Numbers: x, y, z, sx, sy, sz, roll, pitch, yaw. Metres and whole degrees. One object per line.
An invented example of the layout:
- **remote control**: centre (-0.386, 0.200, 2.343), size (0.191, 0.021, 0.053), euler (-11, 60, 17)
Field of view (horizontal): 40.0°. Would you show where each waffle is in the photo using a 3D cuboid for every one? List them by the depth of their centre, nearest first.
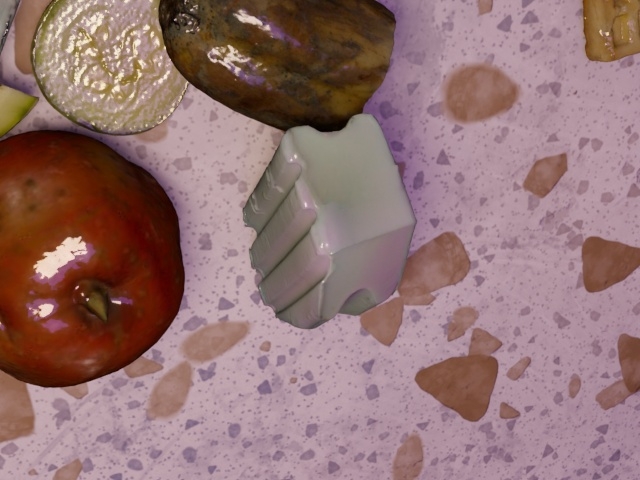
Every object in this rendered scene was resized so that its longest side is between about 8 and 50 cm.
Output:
- **waffle**: centre (0.602, -0.426, 1.568), size (0.274, 0.057, 0.168), euler (-16, 116, -9)

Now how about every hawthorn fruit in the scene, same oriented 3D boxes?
- **hawthorn fruit**: centre (-0.377, 0.046, 1.314), size (0.403, 0.403, 0.402), euler (-6, 114, -13)

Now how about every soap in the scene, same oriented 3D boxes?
- **soap**: centre (0.000, 0.000, 1.413), size (0.156, 0.446, 0.261), euler (-17, 80, -18)

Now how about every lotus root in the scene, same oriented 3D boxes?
- **lotus root**: centre (-0.073, -0.305, 1.334), size (0.346, 0.250, 0.250), euler (19, 106, -25)

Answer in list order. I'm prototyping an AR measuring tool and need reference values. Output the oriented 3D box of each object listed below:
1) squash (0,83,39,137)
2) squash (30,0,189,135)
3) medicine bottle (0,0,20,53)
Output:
- **squash**: centre (-0.570, -0.182, 1.296), size (0.237, 0.204, 0.155), euler (22, 84, -26)
- **squash**: centre (-0.319, -0.288, 1.376), size (0.252, 0.049, 0.252), euler (-6, 113, -14)
- **medicine bottle**: centre (-0.528, -0.331, 1.252), size (0.168, 0.135, 0.135), euler (20, 106, -23)
